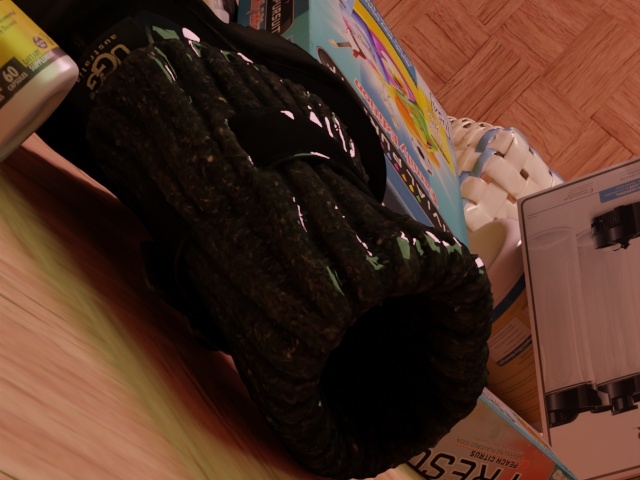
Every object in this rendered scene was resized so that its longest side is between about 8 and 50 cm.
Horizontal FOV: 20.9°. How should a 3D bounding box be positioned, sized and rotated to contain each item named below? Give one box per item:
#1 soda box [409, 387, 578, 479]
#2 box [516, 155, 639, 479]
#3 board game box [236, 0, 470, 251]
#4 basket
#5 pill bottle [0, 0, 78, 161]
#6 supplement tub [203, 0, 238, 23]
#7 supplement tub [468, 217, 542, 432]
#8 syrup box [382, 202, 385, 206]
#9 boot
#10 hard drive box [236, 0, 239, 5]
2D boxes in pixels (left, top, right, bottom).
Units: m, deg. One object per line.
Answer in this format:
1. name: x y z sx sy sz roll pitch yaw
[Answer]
1. soda box: 0.071 0.104 1.024 0.183 0.058 0.063 40 7 -30
2. box: 0.271 0.078 1.464 0.087 0.169 0.290 38 42 -48
3. board game box: 0.028 -0.101 1.455 0.254 0.079 0.336 53 17 -27
4. basket: 0.148 -0.006 1.842 0.255 0.201 0.289 42 -29 -27
5. pill bottle: -0.164 -0.089 0.729 0.116 0.065 0.065 43 5 -2
6. supplement tub: -0.129 -0.182 1.437 0.117 0.117 0.190 44 6 1
7. supplement tub: 0.202 0.091 1.642 0.200 0.144 0.144 43 5 -15
8. syrup box: -0.076 -0.071 1.091 0.237 0.093 0.096 42 5 -27
9. boot: -0.003 0.003 0.873 0.260 0.131 0.348 44 9 26
10. hard drive box: -0.157 -0.282 1.657 0.089 0.181 0.232 46 5 26
